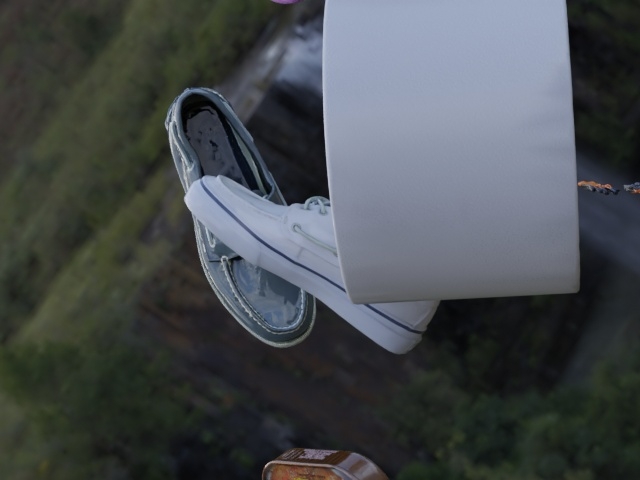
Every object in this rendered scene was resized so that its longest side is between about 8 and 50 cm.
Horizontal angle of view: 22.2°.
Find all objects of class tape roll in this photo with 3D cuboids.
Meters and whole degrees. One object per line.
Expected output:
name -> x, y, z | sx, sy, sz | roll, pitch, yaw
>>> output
tape roll -> 0.098, -0.078, 1.193 | 0.246, 0.169, 0.246 | -3, -90, -83

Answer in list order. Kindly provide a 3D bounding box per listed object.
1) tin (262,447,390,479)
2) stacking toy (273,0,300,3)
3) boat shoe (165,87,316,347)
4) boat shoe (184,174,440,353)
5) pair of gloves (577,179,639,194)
tin -> 0.013, 0.261, 1.640 | 0.040, 0.106, 0.189 | -28, 14, -35
stacking toy -> -0.019, -0.290, 1.568 | 0.302, 0.166, 0.175 | -27, -15, -46
boat shoe -> -0.095, -0.029, 1.860 | 0.116, 0.319, 0.099 | -21, -9, -4
boat shoe -> 0.000, 0.000, 1.334 | 0.076, 0.226, 0.083 | -56, 4, 15
pair of gloves -> 0.317, -0.056, 1.722 | 0.074, 0.083, 0.010 | -121, 35, -80
